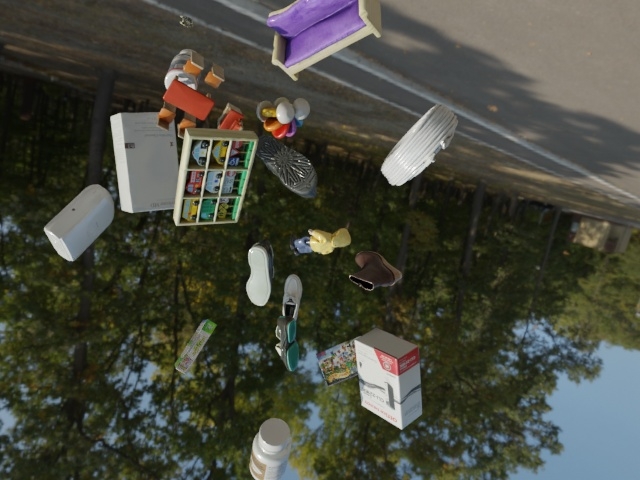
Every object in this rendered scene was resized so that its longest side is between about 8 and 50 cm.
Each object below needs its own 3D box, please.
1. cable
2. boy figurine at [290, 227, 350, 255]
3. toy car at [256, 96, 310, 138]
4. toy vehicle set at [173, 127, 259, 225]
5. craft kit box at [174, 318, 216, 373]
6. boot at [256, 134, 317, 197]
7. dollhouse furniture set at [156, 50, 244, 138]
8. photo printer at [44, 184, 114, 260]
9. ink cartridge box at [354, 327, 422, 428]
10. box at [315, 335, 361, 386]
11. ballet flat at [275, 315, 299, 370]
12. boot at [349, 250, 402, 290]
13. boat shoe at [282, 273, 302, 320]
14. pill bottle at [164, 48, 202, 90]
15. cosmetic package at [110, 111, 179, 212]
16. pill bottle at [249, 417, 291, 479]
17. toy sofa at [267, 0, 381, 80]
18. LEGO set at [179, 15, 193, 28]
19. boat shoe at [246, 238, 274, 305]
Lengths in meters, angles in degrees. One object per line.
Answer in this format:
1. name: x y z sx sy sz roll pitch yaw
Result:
1. cable: 0.271 -0.264 1.307 0.089 0.257 0.257 41 -132 -5
2. boy figurine: 0.000 0.000 2.190 0.285 0.092 0.177 -11 140 19
3. toy car: -0.131 -0.442 1.692 0.159 0.136 0.182 17 -148 40
4. toy vehicle set: -0.261 -0.149 1.144 0.166 0.267 0.035 -6 -133 -30
5. craft kit box: -0.576 0.480 2.139 0.061 0.247 0.250 37 161 -9
6. boot: -0.107 -0.286 2.226 0.367 0.146 0.445 46 177 20
7. dollhouse furniture set: -0.390 -0.444 1.566 0.259 0.262 0.135 23 -149 -32
8. photo printer: -1.018 -0.085 2.013 0.107 0.307 0.256 32 149 1
9. ink cartridge box: 0.232 0.466 1.589 0.114 0.273 0.197 -21 -158 -35
10. box: 0.114 0.568 2.199 0.233 0.159 0.044 -21 158 -5
11. ballet flat: -0.152 0.457 2.112 0.096 0.280 0.095 14 -155 33
12. boot: 0.187 0.118 1.899 0.207 0.090 0.248 -11 -152 -43
13. boat shoe: -0.144 0.304 2.371 0.095 0.258 0.084 1 -174 4
14. pill bottle: -0.473 -0.589 1.634 0.108 0.108 0.180 12 -133 -14
15. cosmetic package: -0.699 -0.312 1.883 0.217 0.385 0.156 -13 -167 -36
16. pill bottle: -0.170 0.721 1.604 0.131 0.229 0.131 8 -144 -6
17. toy sofa: 0.001 -0.680 1.483 0.362 0.150 0.177 -15 152 33
18. LEGO set: -0.478 -0.792 1.683 0.054 0.023 0.083 24 -143 -38
19. boat shoe: -0.243 0.137 1.956 0.114 0.302 0.091 17 -147 10
